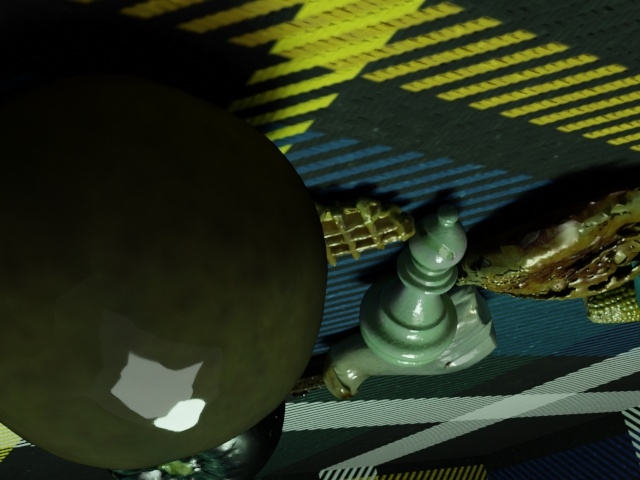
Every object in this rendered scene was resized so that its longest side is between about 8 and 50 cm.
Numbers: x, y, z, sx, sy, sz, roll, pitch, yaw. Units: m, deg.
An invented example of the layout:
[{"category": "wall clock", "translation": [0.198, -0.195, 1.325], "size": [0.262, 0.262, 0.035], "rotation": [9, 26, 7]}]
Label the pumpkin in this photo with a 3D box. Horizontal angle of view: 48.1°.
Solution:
[{"category": "pumpkin", "translation": [-0.197, 0.245, 1.078], "size": [0.315, 0.238, 0.315], "rotation": [-4, 138, -3]}]

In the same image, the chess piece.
[{"category": "chess piece", "translation": [0.132, 0.045, 0.928], "size": [0.139, 0.139, 0.271], "rotation": [-6, 143, -11]}]

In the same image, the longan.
[{"category": "longan", "translation": [-0.143, 0.025, 0.567], "size": [0.319, 0.319, 0.319], "rotation": [-9, 155, -4]}]

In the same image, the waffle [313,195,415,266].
[{"category": "waffle", "translation": [0.000, 0.000, 0.840], "size": [0.160, 0.046, 0.192], "rotation": [11, 149, -38]}]

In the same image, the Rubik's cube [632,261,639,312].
[{"category": "Rubik's cube", "translation": [0.664, 0.164, 0.987], "size": [0.347, 0.352, 0.351], "rotation": [-19, 130, 16]}]

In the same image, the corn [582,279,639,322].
[{"category": "corn", "translation": [0.601, 0.082, 1.203], "size": [0.320, 0.097, 0.097], "rotation": [-10, 156, 3]}]

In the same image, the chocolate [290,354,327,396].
[{"category": "chocolate", "translation": [-0.085, 0.288, 1.415], "size": [0.329, 0.065, 0.102], "rotation": [-20, 168, 23]}]

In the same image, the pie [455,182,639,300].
[{"category": "pie", "translation": [0.339, 0.012, 0.957], "size": [0.308, 0.085, 0.308], "rotation": [-10, 155, -5]}]

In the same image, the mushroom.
[{"category": "mushroom", "translation": [0.143, 0.172, 1.214], "size": [0.329, 0.122, 0.159], "rotation": [-24, 115, 25]}]
